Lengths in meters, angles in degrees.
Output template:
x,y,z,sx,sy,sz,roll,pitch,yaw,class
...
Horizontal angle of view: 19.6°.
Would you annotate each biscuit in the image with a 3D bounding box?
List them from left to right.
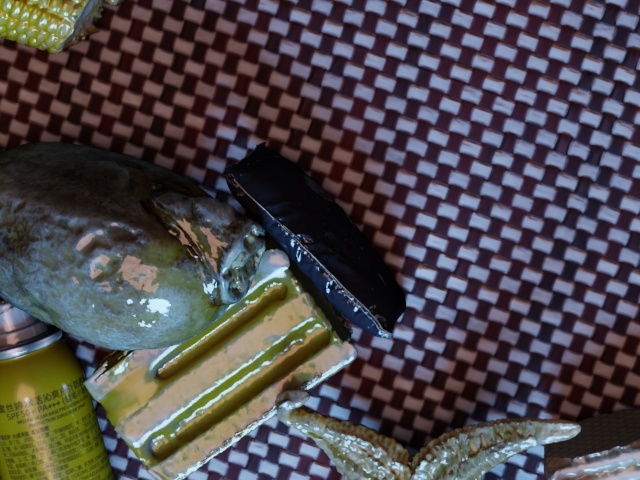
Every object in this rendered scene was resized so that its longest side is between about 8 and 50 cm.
x,y,z,sx,sy,sz,roll,pitch,yaw,class
0.412,0.169,1.662,0.426,0.144,0.078,-13,98,10,biscuit

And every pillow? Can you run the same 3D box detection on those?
x,y,z,sx,sy,sz,roll,pitch,yaw,class
0.000,0.000,1.671,0.055,0.141,0.208,-42,92,13,pillow

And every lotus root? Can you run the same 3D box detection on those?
x,y,z,sx,sy,sz,roll,pitch,yaw,class
-0.217,0.000,1.666,0.349,0.175,0.175,17,104,26,lotus root

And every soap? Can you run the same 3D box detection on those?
x,y,z,sx,sy,sz,roll,pitch,yaw,class
-0.092,0.113,1.733,0.233,0.076,0.135,-36,95,10,soap

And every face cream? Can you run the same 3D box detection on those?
x,y,z,sx,sy,sz,roll,pitch,yaw,class
-0.250,0.222,1.756,0.105,0.105,0.349,-13,100,8,face cream

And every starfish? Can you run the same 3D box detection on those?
x,y,z,sx,sy,sz,roll,pitch,yaw,class
0.081,0.255,1.680,0.327,0.094,0.375,41,115,10,starfish

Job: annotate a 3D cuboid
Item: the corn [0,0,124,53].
x,y,z,sx,sy,sz,roll,pitch,yaw,class
-0.327,-0.264,1.669,0.305,0.122,0.123,25,75,-2,corn
